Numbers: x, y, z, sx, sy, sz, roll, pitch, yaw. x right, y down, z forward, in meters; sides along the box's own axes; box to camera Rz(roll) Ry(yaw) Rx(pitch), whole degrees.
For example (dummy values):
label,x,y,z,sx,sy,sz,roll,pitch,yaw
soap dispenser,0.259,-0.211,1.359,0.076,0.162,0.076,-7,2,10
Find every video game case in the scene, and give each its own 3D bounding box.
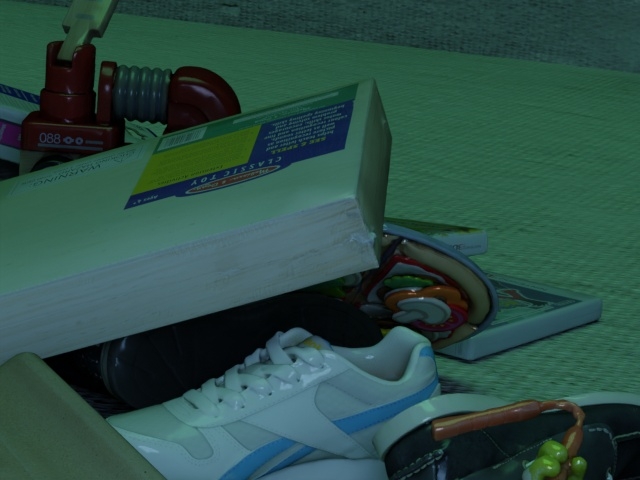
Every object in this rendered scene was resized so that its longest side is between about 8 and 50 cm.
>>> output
label,x,y,z,sx,sy,sz,roll,pitch,yaw
video game case,0.105,0.052,1.570,0.183,0.023,0.201,14,16,36
video game case,0.000,0.000,1.705,0.206,0.026,0.227,-6,8,-37

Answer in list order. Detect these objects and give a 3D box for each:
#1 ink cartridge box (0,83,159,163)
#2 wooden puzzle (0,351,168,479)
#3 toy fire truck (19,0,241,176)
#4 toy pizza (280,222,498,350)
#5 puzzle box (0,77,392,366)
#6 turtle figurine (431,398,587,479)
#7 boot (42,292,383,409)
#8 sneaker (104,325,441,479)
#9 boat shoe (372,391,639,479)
label,x,y,z,sx,sy,sz,roll,pitch,yaw
ink cartridge box,-0.349,-0.133,2.040,0.371,0.069,0.176,14,9,-19
wooden puzzle,-0.264,0.152,0.925,0.348,0.080,0.322,-7,16,-24
toy fire truck,-0.183,-0.156,1.889,0.217,0.246,0.158,4,13,0
toy pizza,0.025,0.042,1.338,0.201,0.032,0.201,8,-27,4
puzzle box,-0.153,0.002,1.266,0.409,0.052,0.272,-15,18,10
turtle figurine,0.188,0.169,0.939,0.269,0.087,0.217,16,20,-15
boot,-0.091,0.069,1.308,0.236,0.085,0.178,2,4,-41
sneaker,-0.033,0.103,1.155,0.229,0.092,0.087,-4,17,-27
boat shoe,0.136,0.140,1.134,0.233,0.084,0.079,2,49,-39
